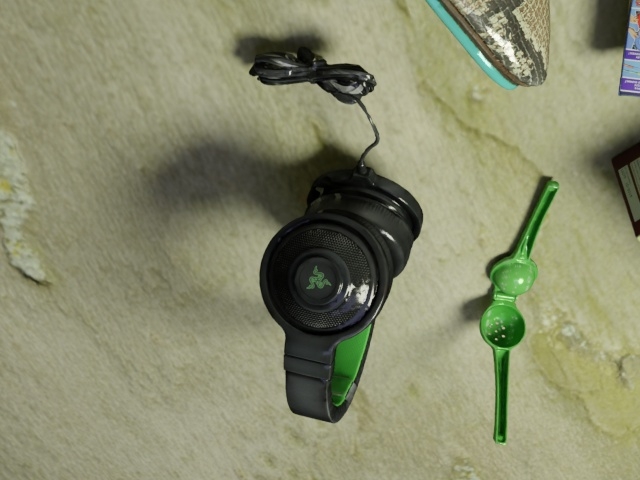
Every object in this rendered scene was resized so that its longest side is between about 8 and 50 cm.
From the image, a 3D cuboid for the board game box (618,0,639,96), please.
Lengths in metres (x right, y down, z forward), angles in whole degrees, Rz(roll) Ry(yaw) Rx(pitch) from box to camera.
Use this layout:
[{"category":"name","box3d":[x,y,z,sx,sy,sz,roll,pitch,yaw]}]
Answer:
[{"category":"board game box","box3d":[0.393,-0.191,1.205,0.201,0.035,0.136,8,133,11]}]

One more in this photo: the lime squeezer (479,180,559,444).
[{"category":"lime squeezer","box3d":[0.221,0.072,1.480,0.059,0.110,0.310,12,101,7]}]

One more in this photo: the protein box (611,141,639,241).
[{"category":"protein box","box3d":[0.460,-0.042,1.358,0.201,0.136,0.200,-33,126,25]}]

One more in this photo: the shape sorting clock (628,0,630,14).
[{"category":"shape sorting clock","box3d":[0.404,-0.239,1.237,0.206,0.040,0.206,-2,128,-2]}]

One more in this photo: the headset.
[{"category":"headset","box3d":[0.000,0.000,1.328,0.185,0.243,0.394,12,118,12]}]

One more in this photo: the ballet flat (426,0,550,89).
[{"category":"ballet flat","box3d":[0.052,-0.333,0.976,0.483,0.164,0.182,44,114,-6]}]
